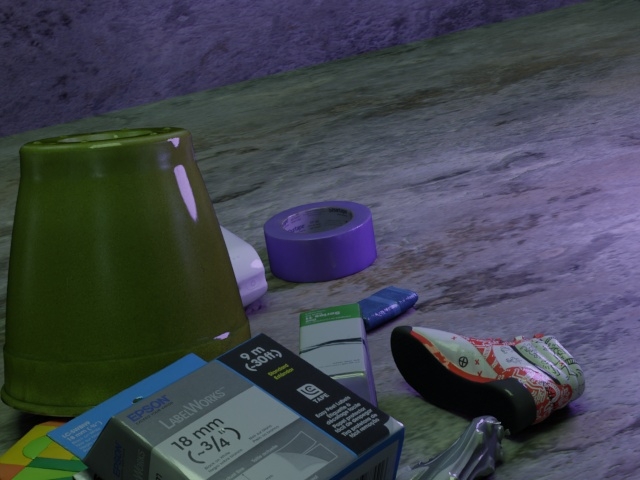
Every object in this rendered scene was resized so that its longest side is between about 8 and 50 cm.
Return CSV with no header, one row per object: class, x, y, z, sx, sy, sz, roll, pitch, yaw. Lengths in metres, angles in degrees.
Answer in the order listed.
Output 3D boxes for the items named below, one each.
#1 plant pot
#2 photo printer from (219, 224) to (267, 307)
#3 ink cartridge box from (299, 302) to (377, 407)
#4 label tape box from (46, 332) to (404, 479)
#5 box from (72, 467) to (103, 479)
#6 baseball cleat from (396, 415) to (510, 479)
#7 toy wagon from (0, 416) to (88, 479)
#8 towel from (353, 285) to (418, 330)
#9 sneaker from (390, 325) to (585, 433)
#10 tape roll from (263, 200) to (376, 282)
plant pot,-0.281,0.025,1.909,0.367,0.353,0.366,-4,8,1
photo printer,-0.246,0.057,2.255,0.256,0.107,0.307,-17,21,-21
ink cartridge box,0.024,0.192,1.717,0.087,0.153,0.208,-9,19,3
label tape box,-0.112,0.213,1.528,0.334,0.106,0.241,30,39,31
box,-0.151,0.314,1.514,0.159,0.044,0.233,-22,43,-30
baseball cleat,0.142,0.263,1.596,0.109,0.072,0.206,-5,16,30
toy wagon,-0.235,0.288,1.687,0.344,0.068,0.267,0,22,23
towel,0.091,0.106,2.098,0.119,0.029,0.067,-25,25,-38
sneaker,0.223,0.165,1.802,0.145,0.090,0.270,-20,26,-31
tape roll,0.000,0.000,2.350,0.189,0.080,0.189,-8,21,3
